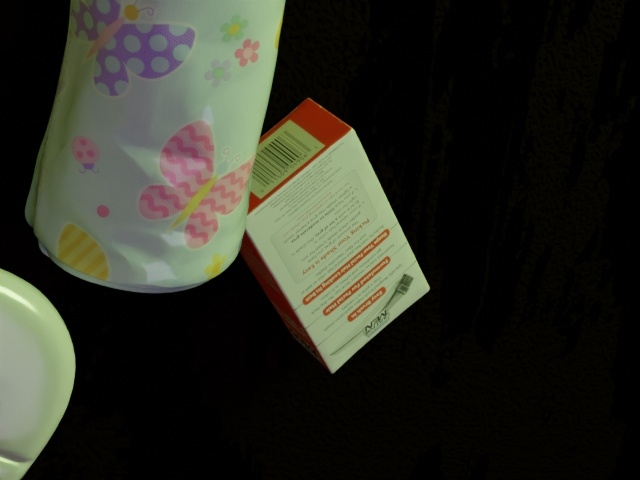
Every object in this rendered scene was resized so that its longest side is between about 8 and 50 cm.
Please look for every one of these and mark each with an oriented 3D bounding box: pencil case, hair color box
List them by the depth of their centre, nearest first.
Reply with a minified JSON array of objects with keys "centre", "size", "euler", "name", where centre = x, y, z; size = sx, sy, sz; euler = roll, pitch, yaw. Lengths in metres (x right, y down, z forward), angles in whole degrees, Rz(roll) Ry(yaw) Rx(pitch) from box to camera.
[{"centre":[-0.082,-0.107,0.741],"size":[0.124,0.113,0.273],"euler":[-6,123,-26],"name":"pencil case"},{"centre":[0.000,0.000,0.930],"size":[0.093,0.053,0.167],"euler":[-40,136,-11],"name":"hair color box"}]

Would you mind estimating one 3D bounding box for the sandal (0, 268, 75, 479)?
[{"centre":[-0.322,0.135,0.735],"size":[0.416,0.102,0.169],"euler":[-35,120,-7],"name":"sandal"}]
